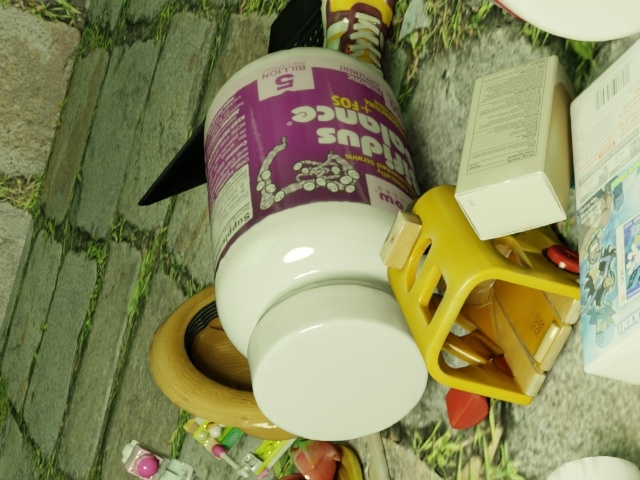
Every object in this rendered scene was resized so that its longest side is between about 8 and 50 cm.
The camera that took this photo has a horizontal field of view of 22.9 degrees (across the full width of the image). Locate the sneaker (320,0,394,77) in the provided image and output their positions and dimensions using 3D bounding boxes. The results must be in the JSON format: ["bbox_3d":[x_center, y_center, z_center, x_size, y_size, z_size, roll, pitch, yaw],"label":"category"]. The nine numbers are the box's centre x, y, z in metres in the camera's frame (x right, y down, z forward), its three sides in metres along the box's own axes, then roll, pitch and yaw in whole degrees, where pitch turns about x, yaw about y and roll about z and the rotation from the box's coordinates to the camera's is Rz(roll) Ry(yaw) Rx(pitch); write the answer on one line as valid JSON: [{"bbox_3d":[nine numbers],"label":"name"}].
[{"bbox_3d":[0.034,-0.163,1.398,0.084,0.069,0.186,46,125,57],"label":"sneaker"}]

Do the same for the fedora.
[{"bbox_3d":[-0.041,0.105,1.288,0.194,0.194,0.079,-102,3,-51],"label":"fedora"}]

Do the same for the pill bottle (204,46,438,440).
[{"bbox_3d":[0.000,0.000,1.208,0.302,0.169,0.169,-99,31,-47],"label":"pill bottle"}]

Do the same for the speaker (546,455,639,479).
[{"bbox_3d":[0.153,0.185,0.838,0.055,0.055,0.136,126,151,-45],"label":"speaker"}]

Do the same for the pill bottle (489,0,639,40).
[{"bbox_3d":[0.128,-0.248,1.030,0.318,0.176,0.176,-127,54,-65],"label":"pill bottle"}]

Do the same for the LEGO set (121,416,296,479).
[{"bbox_3d":[-0.058,0.100,1.376,0.107,0.132,0.287,27,96,61],"label":"LEGO set"}]

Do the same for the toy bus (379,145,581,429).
[{"bbox_3d":[0.094,0.014,1.041,0.202,0.104,0.191,147,135,-61],"label":"toy bus"}]

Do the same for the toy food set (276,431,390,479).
[{"bbox_3d":[-0.024,0.223,1.258,0.128,0.071,0.218,-96,29,-45],"label":"toy food set"}]

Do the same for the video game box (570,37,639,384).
[{"bbox_3d":[0.210,-0.045,0.858,0.205,0.048,0.187,134,147,-53],"label":"video game box"}]

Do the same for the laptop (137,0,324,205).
[{"bbox_3d":[-0.068,-0.177,1.559,0.234,0.136,0.264,138,142,-56],"label":"laptop"}]

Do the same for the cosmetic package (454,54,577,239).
[{"bbox_3d":[0.122,-0.058,0.971,0.060,0.041,0.115,-14,39,27],"label":"cosmetic package"}]
